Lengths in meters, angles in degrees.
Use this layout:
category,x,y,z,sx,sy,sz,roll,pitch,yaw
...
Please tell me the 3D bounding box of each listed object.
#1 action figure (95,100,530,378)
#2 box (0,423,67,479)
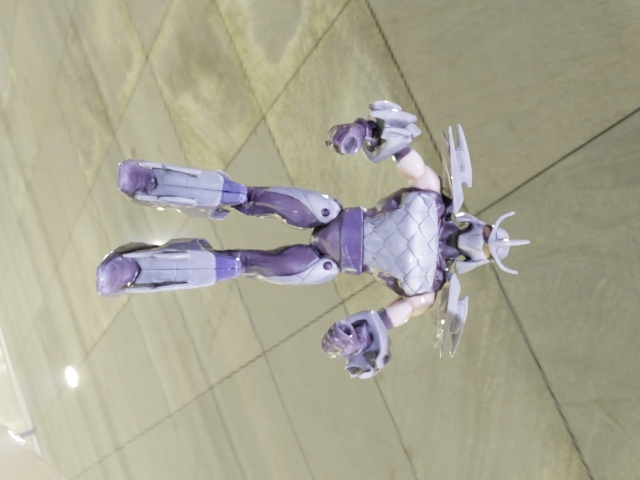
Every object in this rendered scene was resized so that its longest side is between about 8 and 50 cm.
category,x,y,z,sx,sy,sz,roll,pitch,yaw
action figure,0.000,0.000,0.526,0.099,0.285,0.185,46,-133,-80
box,-0.341,0.206,0.614,0.148,0.121,0.311,31,165,22
